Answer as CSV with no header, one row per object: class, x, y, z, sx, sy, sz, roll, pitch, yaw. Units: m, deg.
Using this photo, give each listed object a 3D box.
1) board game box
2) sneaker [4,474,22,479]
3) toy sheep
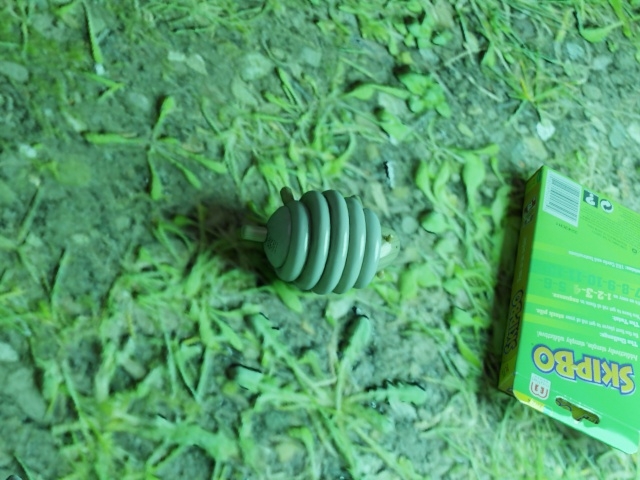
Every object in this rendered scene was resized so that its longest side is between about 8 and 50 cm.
board game box,0.221,0.061,1.650,0.124,0.039,0.259,26,45,-14
sneaker,-0.306,0.191,1.151,0.315,0.182,0.127,21,39,21
toy sheep,0.000,0.000,1.517,0.132,0.091,0.091,3,56,-15
